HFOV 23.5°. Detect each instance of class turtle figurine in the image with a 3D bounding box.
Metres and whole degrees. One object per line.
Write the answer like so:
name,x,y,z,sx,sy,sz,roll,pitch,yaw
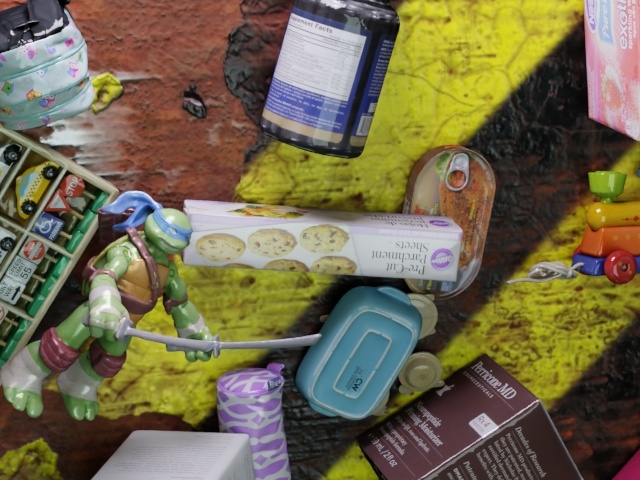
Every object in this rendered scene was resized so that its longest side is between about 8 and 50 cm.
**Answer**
turtle figurine,-0.200,0.115,1.661,0.274,0.198,0.266,45,112,-1

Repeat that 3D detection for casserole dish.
casserole dish,0.048,0.141,1.846,0.114,0.037,0.188,25,109,-17

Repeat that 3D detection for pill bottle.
pill bottle,0.018,-0.210,1.707,0.123,0.123,0.219,12,102,-21

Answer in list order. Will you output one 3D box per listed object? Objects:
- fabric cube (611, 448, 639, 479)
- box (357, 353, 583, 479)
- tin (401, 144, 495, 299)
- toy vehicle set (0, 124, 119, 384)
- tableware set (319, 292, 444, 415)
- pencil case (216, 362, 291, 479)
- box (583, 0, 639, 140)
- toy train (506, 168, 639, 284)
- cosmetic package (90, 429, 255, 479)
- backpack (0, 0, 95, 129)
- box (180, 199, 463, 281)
fabric cube,0.556,0.369,1.991,0.259,0.254,0.258,42,91,-24
box,0.186,0.281,1.887,0.203,0.168,0.167,-33,113,-7
tin,0.148,-0.023,1.855,0.106,0.040,0.189,4,106,-23
toy vehicle set,-0.362,0.014,1.697,0.166,0.035,0.267,30,95,-24
tableware set,0.080,0.139,1.881,0.141,0.020,0.168,-13,115,-2
pencil case,-0.075,0.248,1.842,0.088,0.086,0.206,-23,118,-46
box,0.402,-0.283,1.800,0.154,0.142,0.300,-12,109,-15
toy train,0.346,-0.022,1.891,0.248,0.105,0.143,-3,97,-17
cosmetic package,-0.170,0.323,1.748,0.151,0.183,0.151,0,109,18
backpack,-0.298,-0.184,1.577,0.152,0.182,0.115,-27,113,-10
box,0.000,0.000,1.776,0.324,0.063,0.067,5,106,-12
